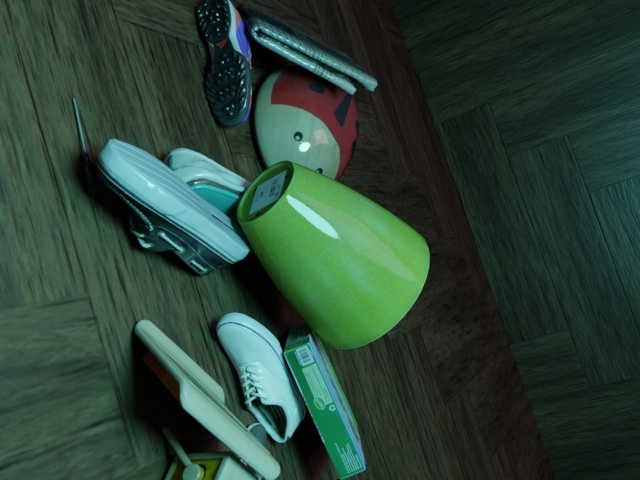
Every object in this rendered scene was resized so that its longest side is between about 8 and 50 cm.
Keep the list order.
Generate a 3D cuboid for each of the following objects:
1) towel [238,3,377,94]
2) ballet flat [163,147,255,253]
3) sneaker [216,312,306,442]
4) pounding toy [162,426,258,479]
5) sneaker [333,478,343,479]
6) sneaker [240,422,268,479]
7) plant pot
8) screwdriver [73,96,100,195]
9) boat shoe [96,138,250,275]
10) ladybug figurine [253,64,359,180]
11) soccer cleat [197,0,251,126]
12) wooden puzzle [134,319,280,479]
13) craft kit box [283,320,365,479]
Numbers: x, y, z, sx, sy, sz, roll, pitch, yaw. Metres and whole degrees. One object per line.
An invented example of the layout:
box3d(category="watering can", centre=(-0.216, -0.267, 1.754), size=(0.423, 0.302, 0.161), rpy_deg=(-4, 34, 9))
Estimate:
box3d(category="towel", centre=(-0.039, -0.451, 1.644), size=(0.324, 0.056, 0.312), rpy_deg=(20, 20, -22))
box3d(category="ballet flat", centre=(-0.149, -0.073, 1.330), size=(0.400, 0.139, 0.139), rpy_deg=(29, 47, -53))
box3d(category="sneaker", centre=(-0.102, 0.242, 1.206), size=(0.258, 0.094, 0.091), rpy_deg=(58, 26, -21))
box3d(category="pounding toy", centre=(-0.175, 0.343, 0.968), size=(0.100, 0.130, 0.141), rpy_deg=(55, 38, -29))
box3d(category="sneaker", centre=(0.096, 0.559, 1.358), size=(0.286, 0.109, 0.130), rpy_deg=(51, 25, -38))
box3d(category="sneaker", centre=(-0.095, 0.378, 1.152), size=(0.061, 0.064, 0.158), rpy_deg=(44, 35, -42))
box3d(category="plant pot", centre=(0.000, 0.000, 1.241), size=(0.293, 0.274, 0.275), rpy_deg=(43, 35, -30))
box3d(category="screwdriver", centre=(-0.367, -0.145, 1.067), size=(0.024, 0.025, 0.170), rpy_deg=(13, 52, -60))
box3d(category="boat shoe", centre=(-0.241, -0.027, 1.095), size=(0.335, 0.119, 0.121), rpy_deg=(43, 10, -48))
box3d(category="ladybug figurine", centre=(-0.015, -0.284, 1.685), size=(0.305, 0.161, 0.449), rpy_deg=(55, 29, -27))
box3d(category="soccer cleat", centre=(-0.186, -0.377, 1.491), size=(0.116, 0.108, 0.319), rpy_deg=(28, 44, -59))
box3d(category="wooden puzzle", centre=(-0.174, 0.234, 1.012), size=(0.221, 0.044, 0.238), rpy_deg=(52, -10, -32))
box3d(category="craft kit box", centre=(0.007, 0.288, 1.319), size=(0.246, 0.060, 0.250), rpy_deg=(-55, 121, -86))
